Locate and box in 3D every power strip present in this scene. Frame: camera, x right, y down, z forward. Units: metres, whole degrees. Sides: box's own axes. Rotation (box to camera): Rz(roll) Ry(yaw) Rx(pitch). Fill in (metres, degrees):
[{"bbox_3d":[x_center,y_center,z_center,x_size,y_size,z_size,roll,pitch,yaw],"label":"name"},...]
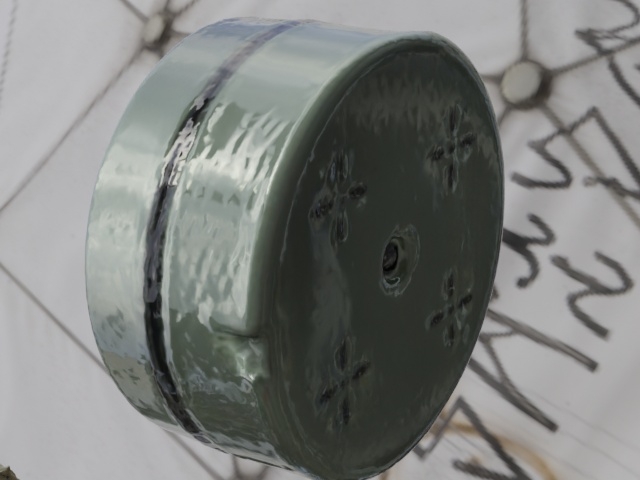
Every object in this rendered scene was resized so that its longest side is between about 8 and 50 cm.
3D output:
[{"bbox_3d":[0.000,0.000,0.919,0.357,0.161,0.357,-22,-62,-51],"label":"power strip"}]

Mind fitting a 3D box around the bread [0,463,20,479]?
[{"bbox_3d":[-0.207,0.239,0.782,0.251,0.039,0.182,38,-67,-7],"label":"bread"}]
